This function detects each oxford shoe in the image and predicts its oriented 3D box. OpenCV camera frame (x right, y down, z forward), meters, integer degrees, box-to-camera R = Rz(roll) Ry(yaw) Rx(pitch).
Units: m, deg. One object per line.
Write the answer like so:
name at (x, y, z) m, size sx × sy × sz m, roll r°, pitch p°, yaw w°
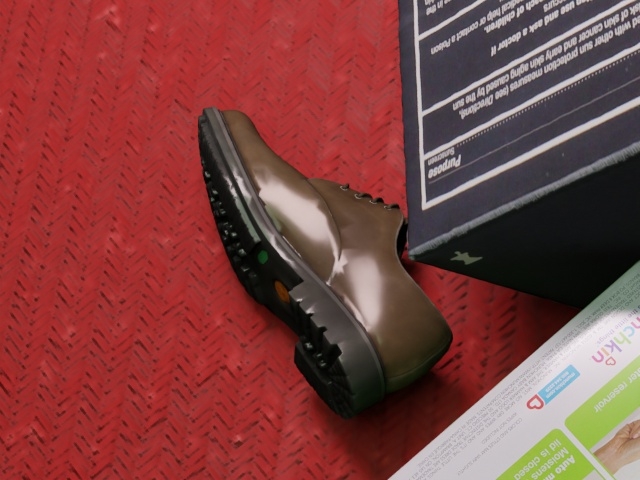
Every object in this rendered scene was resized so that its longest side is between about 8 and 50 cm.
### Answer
oxford shoe at (0.000, 0.000, 1.068) m, size 0.096 × 0.083 × 0.227 m, roll -25°, pitch 59°, yaw -18°

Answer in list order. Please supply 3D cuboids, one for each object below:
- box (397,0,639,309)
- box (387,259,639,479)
box at (0.194, -0.147, 0.931) m, size 0.296 × 0.183 × 0.294 m, roll -26°, pitch 56°, yaw 45°
box at (0.147, 0.185, 0.902) m, size 0.262 × 0.127 × 0.231 m, roll -42°, pitch 63°, yaw -2°
